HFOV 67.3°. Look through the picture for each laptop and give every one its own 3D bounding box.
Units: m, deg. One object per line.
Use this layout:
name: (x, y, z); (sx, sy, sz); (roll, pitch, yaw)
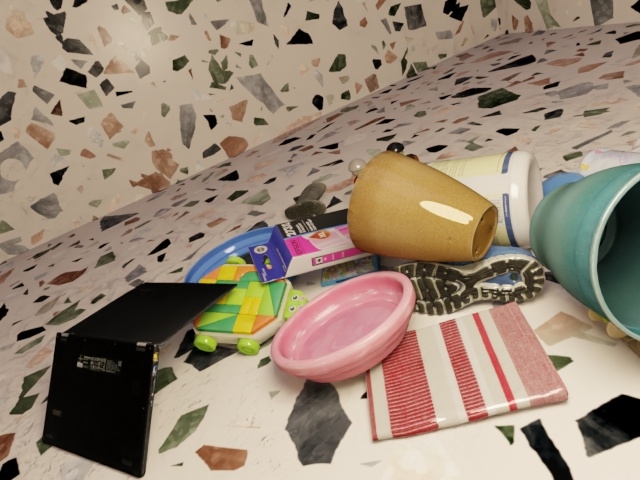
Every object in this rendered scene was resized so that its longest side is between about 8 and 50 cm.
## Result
laptop: (-0.435, 0.293, 1.167); (0.382, 0.407, 0.236); (-3, -12, 34)

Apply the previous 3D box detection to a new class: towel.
towel: (0.245, 0.241, 0.896); (0.329, 0.037, 0.237); (-18, 28, 11)

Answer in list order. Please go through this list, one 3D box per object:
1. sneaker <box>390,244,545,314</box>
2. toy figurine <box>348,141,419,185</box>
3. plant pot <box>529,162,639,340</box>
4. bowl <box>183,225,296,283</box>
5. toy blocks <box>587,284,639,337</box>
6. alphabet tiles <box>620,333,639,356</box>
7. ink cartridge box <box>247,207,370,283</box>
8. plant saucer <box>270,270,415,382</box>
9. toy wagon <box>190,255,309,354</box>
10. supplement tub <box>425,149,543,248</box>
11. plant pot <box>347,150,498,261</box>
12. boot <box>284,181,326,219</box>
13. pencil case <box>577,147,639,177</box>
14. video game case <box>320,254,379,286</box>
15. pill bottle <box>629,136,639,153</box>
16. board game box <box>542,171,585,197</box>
sneaker: (0.321, 0.079, 1.081); (0.331, 0.129, 0.147); (-6, 15, 23)
toy figurine: (0.206, -0.199, 1.485); (0.213, 0.148, 0.209); (-21, 23, -2)
plant pot: (0.491, -0.004, 0.792); (0.272, 0.271, 0.255); (-23, 12, -2)
bowl: (-0.232, 0.087, 1.504); (0.392, 0.077, 0.391); (-17, 27, 9)
toy blocks: (0.541, 0.104, 0.887); (0.123, 0.054, 0.148); (-20, 26, 3)
alphabet tiles: (0.667, 0.153, 0.768); (0.286, 0.011, 0.342); (-19, 26, 4)
ink cartridge box: (0.000, 0.000, 1.286); (0.372, 0.069, 0.175); (-16, 35, -12)
plant saucer: (0.056, 0.187, 1.027); (0.333, 0.084, 0.332); (-26, 15, 8)
toy wagon: (-0.169, 0.158, 1.232); (0.345, 0.068, 0.267); (0, 51, 18)
supplement tub: (0.368, -0.091, 1.210); (0.325, 0.235, 0.235); (-2, 32, 35)
plant pot: (0.229, -0.049, 1.017); (0.255, 0.237, 0.237); (21, 47, 36)
boot: (-0.024, -0.157, 1.836); (0.190, 0.075, 0.208); (-1, 26, 32)
pencil case: (0.764, -0.149, 1.158); (0.124, 0.113, 0.273); (-31, 27, -7)
video game case: (0.084, 0.075, 1.356); (0.167, 0.015, 0.119); (-14, 26, 14)
pill bottle: (0.884, -0.242, 1.248); (0.187, 0.111, 0.112); (-34, 28, -23)
board game box: (0.620, -0.104, 1.254); (0.133, 0.033, 0.168); (-5, 50, 58)
